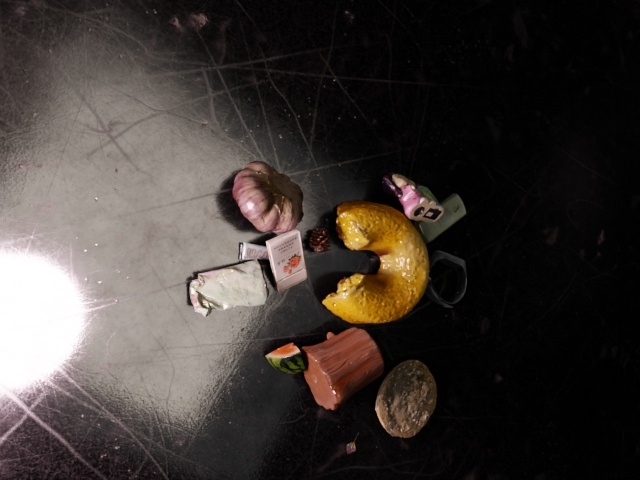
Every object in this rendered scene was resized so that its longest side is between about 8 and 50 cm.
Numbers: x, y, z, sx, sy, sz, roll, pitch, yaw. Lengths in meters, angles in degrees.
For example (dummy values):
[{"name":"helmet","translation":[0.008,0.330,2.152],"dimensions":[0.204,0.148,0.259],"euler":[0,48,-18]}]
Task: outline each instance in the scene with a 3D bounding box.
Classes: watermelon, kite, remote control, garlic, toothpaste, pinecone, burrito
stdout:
[{"name":"watermelon","translation":[-0.109,0.366,1.483],"dimensions":[0.136,0.125,0.094],"euler":[7,55,9]},{"name":"kite","translation":[0.109,0.706,1.621],"dimensions":[0.044,0.002,0.078],"euler":[12,86,-24]},{"name":"remote control","translation":[0.456,-0.085,1.764],"dimensions":[0.234,0.038,0.098],"euler":[-34,104,-22]},{"name":"garlic","translation":[-0.166,-0.120,1.404],"dimensions":[0.245,0.161,0.244],"euler":[38,32,-29]},{"name":"toothpaste","translation":[-0.155,0.041,1.488],"dimensions":[0.205,0.036,0.056],"euler":[5,95,-21]},{"name":"pinecone","translation":[0.000,0.000,1.536],"dimensions":[0.077,0.077,0.083],"euler":[9,87,-24]},{"name":"burrito","translation":[-0.277,0.144,1.405],"dimensions":[0.229,0.089,0.143],"euler":[-10,80,-25]}]

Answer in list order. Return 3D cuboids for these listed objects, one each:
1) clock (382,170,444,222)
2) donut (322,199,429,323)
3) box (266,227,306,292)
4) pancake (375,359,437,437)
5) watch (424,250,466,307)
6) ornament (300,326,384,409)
[{"name":"clock","translation":[0.321,-0.155,1.637],"dimensions":[0.194,0.195,0.100],"euler":[9,127,-45]},{"name":"donut","translation":[0.212,0.075,1.584],"dimensions":[0.378,0.163,0.434],"euler":[3,88,-26]},{"name":"box","translation":[-0.103,0.064,1.461],"dimensions":[0.109,0.029,0.198],"euler":[-25,131,-22]},{"name":"pancake","translation":[0.317,0.573,1.692],"dimensions":[0.283,0.049,0.282],"euler":[0,91,-24]},{"name":"watch","translation":[0.460,0.145,1.751],"dimensions":[0.206,0.068,0.192],"euler":[21,81,-25]},{"name":"ornament","translation":[0.076,0.411,1.509],"dimensions":[0.218,0.235,0.221],"euler":[-23,124,-26]}]
